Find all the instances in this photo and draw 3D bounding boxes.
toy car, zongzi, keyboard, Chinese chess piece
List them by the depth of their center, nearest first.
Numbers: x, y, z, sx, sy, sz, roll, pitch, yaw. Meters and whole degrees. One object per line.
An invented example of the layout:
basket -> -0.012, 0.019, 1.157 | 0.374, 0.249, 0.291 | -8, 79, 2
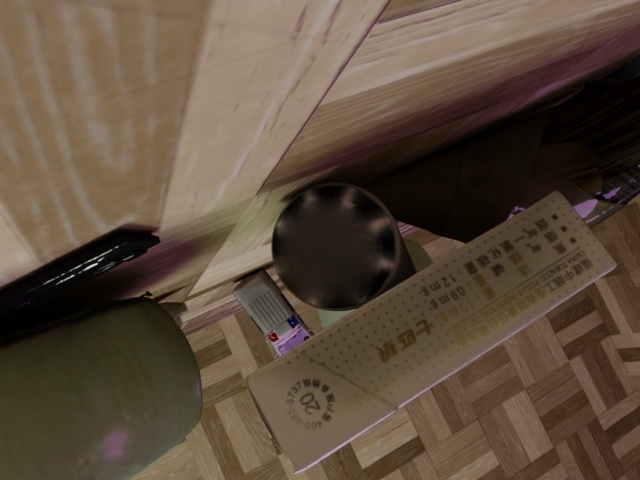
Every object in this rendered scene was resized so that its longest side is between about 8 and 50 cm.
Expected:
keyboard -> -0.215, 0.042, 0.432 | 0.205, 0.013, 0.061 | -26, 175, 7
Chinese chess piece -> -0.286, 0.169, 0.556 | 0.350, 0.146, 0.349 | -22, 178, -1
zongzi -> 0.232, -0.091, 0.676 | 0.318, 0.154, 0.289 | 8, 141, -42
toy car -> -0.083, 0.155, 1.156 | 0.089, 0.209, 0.108 | -36, 178, -9

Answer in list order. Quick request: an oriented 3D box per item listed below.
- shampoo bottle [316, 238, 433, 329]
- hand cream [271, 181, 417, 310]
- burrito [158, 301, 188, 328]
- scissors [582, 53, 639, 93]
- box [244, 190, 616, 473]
shampoo bottle -> 0.156, 0.152, 1.677 | 0.317, 0.322, 0.322 | -17, 180, 33
hand cream -> 0.044, 0.016, 0.697 | 0.118, 0.186, 0.359 | -58, 169, 3
burrito -> -0.310, 0.154, 0.909 | 0.275, 0.059, 0.082 | -28, -179, 30
scissors -> 0.367, -0.190, 0.766 | 0.125, 0.030, 0.256 | -18, 170, -40
box -> 0.094, 0.099, 0.597 | 0.330, 0.095, 0.210 | -28, 165, -11
